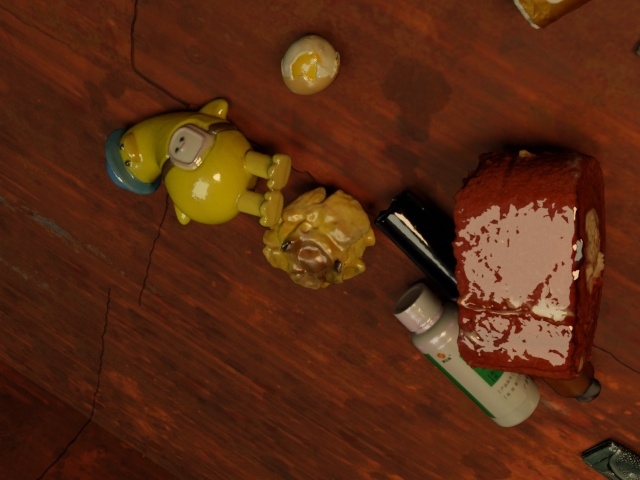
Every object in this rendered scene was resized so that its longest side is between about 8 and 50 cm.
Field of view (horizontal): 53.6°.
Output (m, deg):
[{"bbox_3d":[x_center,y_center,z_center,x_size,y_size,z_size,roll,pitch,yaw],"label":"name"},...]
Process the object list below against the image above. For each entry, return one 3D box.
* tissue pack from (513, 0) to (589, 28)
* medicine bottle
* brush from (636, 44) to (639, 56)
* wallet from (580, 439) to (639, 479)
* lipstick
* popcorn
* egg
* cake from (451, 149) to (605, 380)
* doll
[{"bbox_3d":[0.240,-0.312,0.528,0.226,0.092,0.183,-23,113,45],"label":"tissue pack"},{"bbox_3d":[0.225,0.176,0.987,0.260,0.095,0.095,43,138,-11],"label":"medicine bottle"},{"bbox_3d":[0.428,-0.142,0.610,0.248,0.036,0.043,32,135,13],"label":"brush"},{"bbox_3d":[0.507,0.382,1.041,0.129,0.026,0.088,33,139,2],"label":"wallet"},{"bbox_3d":[0.246,0.088,0.905,0.418,0.077,0.077,42,138,-9],"label":"lipstick"},{"bbox_3d":[0.000,0.000,0.936,0.167,0.152,0.148,-32,110,20],"label":"popcorn"},{"bbox_3d":[-0.015,-0.218,0.796,0.071,0.071,0.083,47,138,-13],"label":"egg"},{"bbox_3d":[0.253,0.028,0.755,0.150,0.177,0.283,1,108,29],"label":"cake"},{"bbox_3d":[-0.198,-0.124,0.972,0.362,0.145,0.200,19,97,30],"label":"doll"}]
